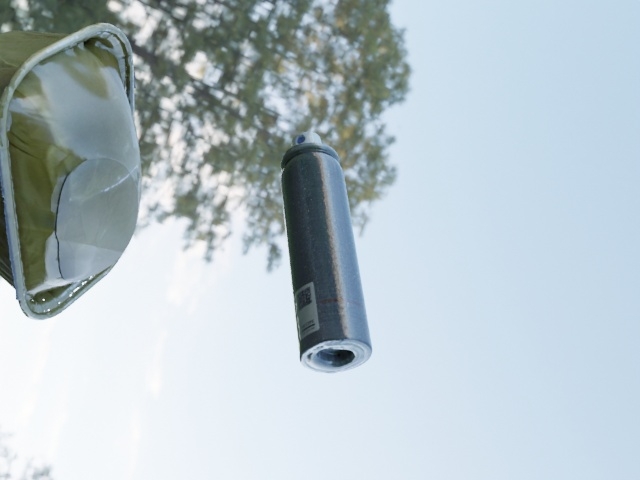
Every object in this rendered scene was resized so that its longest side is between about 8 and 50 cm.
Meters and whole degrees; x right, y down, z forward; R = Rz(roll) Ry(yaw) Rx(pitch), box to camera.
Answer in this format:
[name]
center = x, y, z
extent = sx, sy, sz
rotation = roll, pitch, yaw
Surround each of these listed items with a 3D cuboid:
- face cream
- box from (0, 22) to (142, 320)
[face cream]
center = 0.000, 0.000, 0.851
extent = 0.073, 0.073, 0.284
rotation = -44, -138, 41
[box]
center = -0.153, -0.041, 0.464
extent = 0.111, 0.111, 0.177
rotation = -104, -161, -48
